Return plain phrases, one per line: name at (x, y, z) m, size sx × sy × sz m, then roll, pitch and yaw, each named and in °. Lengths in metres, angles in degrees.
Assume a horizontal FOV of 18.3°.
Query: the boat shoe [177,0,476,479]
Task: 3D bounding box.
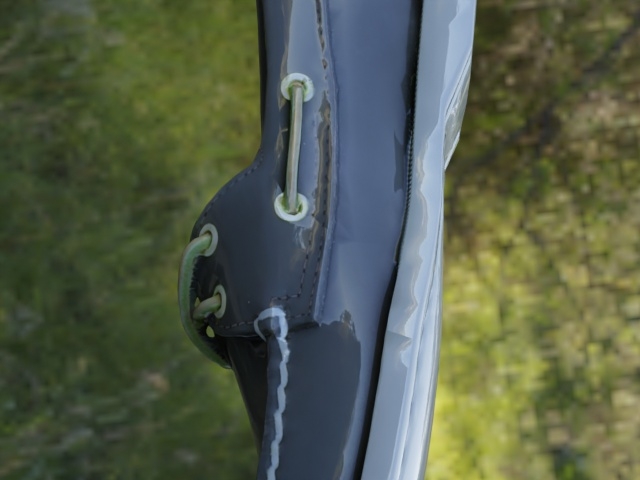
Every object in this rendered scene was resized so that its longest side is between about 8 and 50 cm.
boat shoe at (0.000, 0.002, 0.692) m, size 0.109 × 0.091 × 0.305 m, roll 90°, pitch 8°, yaw -63°
